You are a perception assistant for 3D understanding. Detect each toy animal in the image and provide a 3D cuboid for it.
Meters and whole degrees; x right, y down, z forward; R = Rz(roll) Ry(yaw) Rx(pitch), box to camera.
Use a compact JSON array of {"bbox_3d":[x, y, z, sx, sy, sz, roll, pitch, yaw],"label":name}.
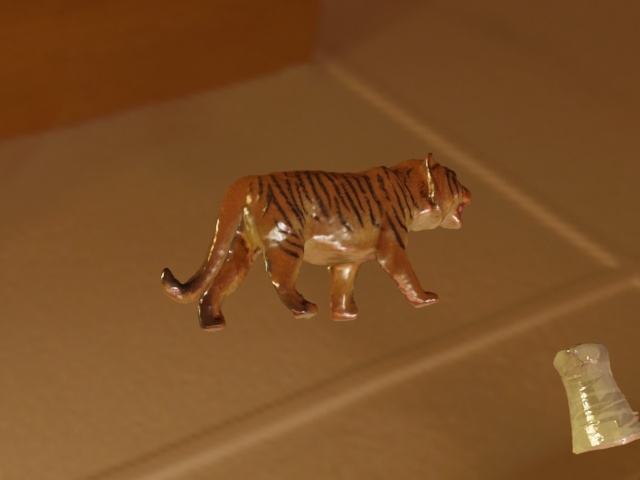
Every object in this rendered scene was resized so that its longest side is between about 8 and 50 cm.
[{"bbox_3d":[0.000,0.000,1.152,0.241,0.099,0.057,-3,171,-37],"label":"toy animal"}]

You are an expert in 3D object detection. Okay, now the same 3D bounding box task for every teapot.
[{"bbox_3d":[0.210,0.119,1.437,0.057,0.083,0.067,-19,174,16],"label":"teapot"}]
